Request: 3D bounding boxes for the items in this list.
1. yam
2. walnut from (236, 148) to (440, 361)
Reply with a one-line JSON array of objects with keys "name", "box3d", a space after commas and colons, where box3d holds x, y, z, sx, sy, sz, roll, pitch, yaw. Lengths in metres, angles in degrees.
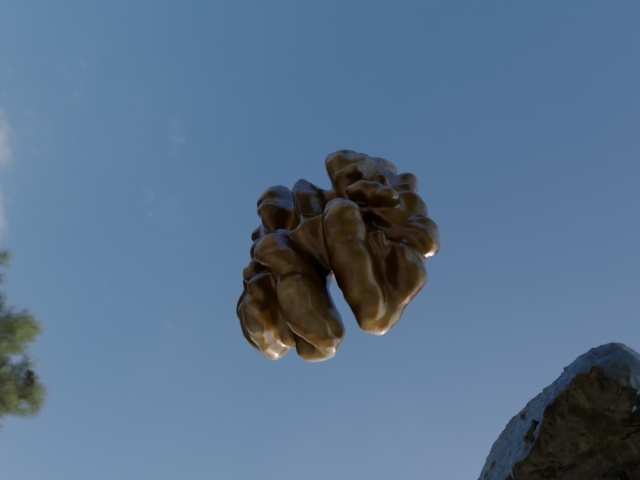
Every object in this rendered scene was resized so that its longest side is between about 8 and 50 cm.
[{"name": "yam", "box3d": [0.290, 0.232, 0.570, 0.300, 0.195, 0.195, 40, -73, 7]}, {"name": "walnut", "box3d": [0.000, 0.000, 0.443, 0.143, 0.069, 0.170, -29, -150, 12]}]
